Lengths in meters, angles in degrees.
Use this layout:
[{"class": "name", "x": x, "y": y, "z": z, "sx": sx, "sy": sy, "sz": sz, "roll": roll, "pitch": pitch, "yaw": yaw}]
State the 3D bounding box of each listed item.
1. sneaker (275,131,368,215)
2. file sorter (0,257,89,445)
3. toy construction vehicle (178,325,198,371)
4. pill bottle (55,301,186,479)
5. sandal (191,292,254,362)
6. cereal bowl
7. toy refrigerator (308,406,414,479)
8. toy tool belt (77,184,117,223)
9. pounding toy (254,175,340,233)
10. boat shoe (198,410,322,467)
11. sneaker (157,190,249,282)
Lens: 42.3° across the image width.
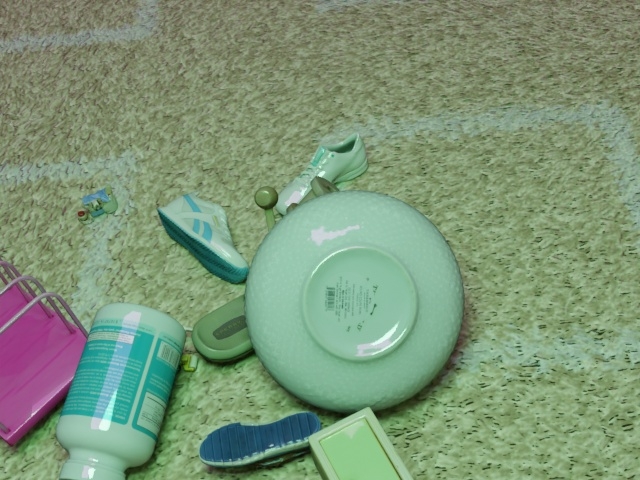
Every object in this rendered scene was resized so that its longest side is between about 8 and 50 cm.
[{"class": "sneaker", "x": -0.004, "y": -0.131, "z": 1.542, "sx": 0.212, "sy": 0.094, "sz": 0.080, "roll": -37, "pitch": 56, "yaw": -21}, {"class": "file sorter", "x": -0.529, "y": 0.138, "z": 1.312, "sx": 0.290, "sy": 0.182, "sz": 0.202, "roll": 24, "pitch": 58, "yaw": 35}, {"class": "toy construction vehicle", "x": -0.248, "y": 0.178, "z": 1.358, "sx": 0.098, "sy": 0.035, "sz": 0.086, "roll": 2, "pitch": 51, "yaw": 10}, {"class": "pill bottle", "x": -0.302, "y": 0.236, "z": 1.232, "sx": 0.146, "sy": 0.146, "sz": 0.264, "roll": 6, "pitch": 61, "yaw": 13}, {"class": "sandal", "x": -0.077, "y": 0.093, "z": 1.362, "sx": 0.302, "sy": 0.086, "sz": 0.120, "roll": -34, "pitch": 54, "yaw": -30}, {"class": "cereal bowl", "x": 0.053, "y": 0.090, "z": 1.208, "sx": 0.338, "sy": 0.141, "sz": 0.339, "roll": 0, "pitch": 88, "yaw": -3}, {"class": "toy refrigerator", "x": 0.088, "y": 0.367, "z": 1.113, "sx": 0.102, "sy": 0.094, "sz": 0.269, "roll": -24, "pitch": 52, "yaw": -12}, {"class": "toy tool belt", "x": -0.434, "y": -0.073, "z": 1.585, "sx": 0.083, "sy": 0.051, "sz": 0.052, "roll": -28, "pitch": 52, "yaw": -14}, {"class": "pounding toy", "x": 0.000, "y": 0.000, "z": 1.375, "sx": 0.155, "sy": 0.269, "sz": 0.154, "roll": -48, "pitch": 7, "yaw": 13}, {"class": "boat shoe", "x": -0.084, "y": 0.304, "z": 1.208, "sx": 0.183, "sy": 0.066, "sz": 0.066, "roll": -11, "pitch": 50, "yaw": 3}, {"class": "sneaker", "x": -0.195, "y": -0.013, "z": 1.478, "sx": 0.092, "sy": 0.087, "sz": 0.228, "roll": -36, "pitch": 56, "yaw": -23}]
